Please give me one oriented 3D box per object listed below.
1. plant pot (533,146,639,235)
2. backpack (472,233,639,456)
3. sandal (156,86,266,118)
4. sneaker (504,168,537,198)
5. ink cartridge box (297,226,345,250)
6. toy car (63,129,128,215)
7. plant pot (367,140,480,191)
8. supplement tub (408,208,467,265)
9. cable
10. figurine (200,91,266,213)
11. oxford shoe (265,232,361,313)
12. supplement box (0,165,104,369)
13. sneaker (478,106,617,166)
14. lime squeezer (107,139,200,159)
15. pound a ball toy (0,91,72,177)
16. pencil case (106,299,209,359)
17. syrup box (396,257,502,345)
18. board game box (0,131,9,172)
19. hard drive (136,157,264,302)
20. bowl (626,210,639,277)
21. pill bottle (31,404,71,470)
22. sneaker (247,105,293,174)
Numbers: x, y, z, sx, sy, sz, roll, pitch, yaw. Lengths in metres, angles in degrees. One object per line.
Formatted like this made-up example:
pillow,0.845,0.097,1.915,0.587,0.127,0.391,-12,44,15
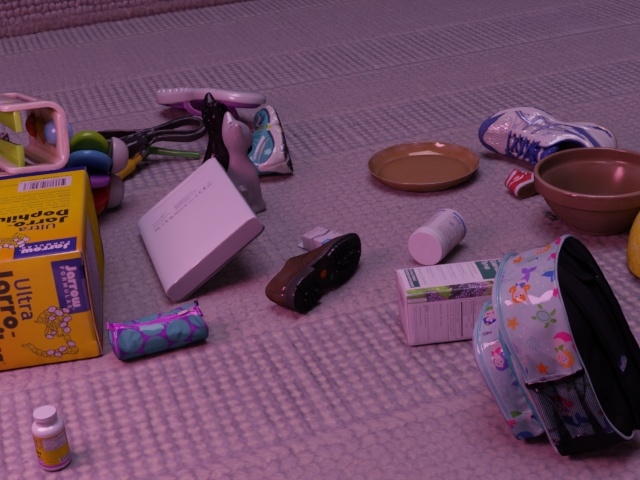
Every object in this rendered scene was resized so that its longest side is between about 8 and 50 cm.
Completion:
plant pot,0.511,-0.081,1.943,0.237,0.109,0.237,-3,25,1
backpack,0.311,0.128,1.394,0.191,0.253,0.225,-14,21,27
sandal,-0.263,-0.322,2.584,0.169,0.102,0.416,-3,9,-32
sneaker,0.427,-0.123,2.117,0.118,0.042,0.067,-17,32,-20
ink cartridge box,0.000,0.000,1.950,0.083,0.028,0.048,18,34,39
toy car,-0.469,-0.126,2.120,0.159,0.182,0.136,4,28,-17
plant pot,0.218,-0.153,2.224,0.236,0.032,0.236,-4,27,2
supplement tub,0.210,-0.007,1.885,0.071,0.071,0.107,13,31,31
cable,-0.399,-0.219,2.381,0.287,0.072,0.139,-25,50,-28
figurine,-0.186,-0.174,2.130,0.092,0.209,0.215,-15,28,-19
oxford shoe,-0.012,0.042,1.811,0.096,0.082,0.227,11,29,37
supplement box,-0.474,0.037,1.764,0.195,0.194,0.356,-8,26,-7
sneaker,0.461,-0.205,2.201,0.296,0.111,0.131,9,30,27
lime squeezer,-0.427,-0.214,2.450,0.310,0.058,0.110,14,-1,34
pound a ball toy,-0.565,-0.176,2.028,0.136,0.208,0.319,-9,14,-25
pencil case,-0.256,0.141,1.658,0.152,0.070,0.064,-14,44,-15
syrup box,0.244,0.091,1.651,0.237,0.096,0.093,-7,26,-3
board game box,-0.802,-0.110,2.176,0.232,0.141,0.291,2,27,14
hard drive,-0.227,-0.027,1.925,0.203,0.040,0.307,-41,31,1
bowl,0.649,-0.043,1.746,0.290,0.156,0.289,-10,19,3
pill bottle,-0.362,0.263,1.411,0.043,0.083,0.043,-4,26,2
sneaker,-0.133,-0.222,2.350,0.110,0.107,0.275,-15,26,0
